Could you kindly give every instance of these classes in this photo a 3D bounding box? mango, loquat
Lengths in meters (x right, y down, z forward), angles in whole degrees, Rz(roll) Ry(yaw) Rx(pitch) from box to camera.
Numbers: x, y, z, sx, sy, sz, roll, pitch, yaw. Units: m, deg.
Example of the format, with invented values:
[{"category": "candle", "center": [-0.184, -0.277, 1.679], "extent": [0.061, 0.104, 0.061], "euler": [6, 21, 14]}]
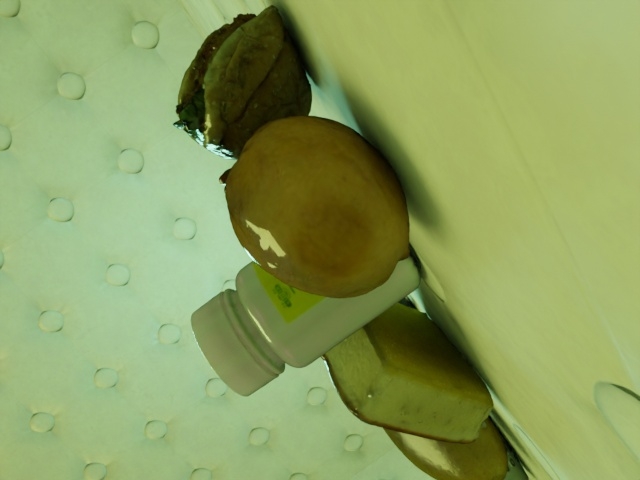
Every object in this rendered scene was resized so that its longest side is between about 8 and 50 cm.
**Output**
[{"category": "mango", "center": [0.304, 0.455, 1.272], "extent": [0.220, 0.301, 0.445], "euler": [-1, -155, -41]}, {"category": "loquat", "center": [0.001, -0.039, 0.573], "extent": [0.238, 0.193, 0.238], "euler": [31, -170, -6]}]

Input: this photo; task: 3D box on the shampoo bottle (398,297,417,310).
[{"category": "shampoo bottle", "center": [0.254, 0.235, 1.397], "extent": [0.098, 0.071, 0.309], "euler": [56, 180, 32]}]

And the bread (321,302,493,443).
[{"category": "bread", "center": [0.159, 0.248, 1.013], "extent": [0.333, 0.143, 0.323], "euler": [24, -163, -30]}]

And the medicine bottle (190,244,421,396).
[{"category": "medicine bottle", "center": [-0.023, 0.095, 0.865], "extent": [0.213, 0.378, 0.213], "euler": [54, -179, -1]}]

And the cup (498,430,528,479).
[{"category": "cup", "center": [0.424, 0.618, 1.361], "extent": [0.186, 0.258, 0.234], "euler": [-43, 71, 45]}]

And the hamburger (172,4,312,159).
[{"category": "hamburger", "center": [-0.088, -0.187, 0.621], "extent": [0.130, 0.183, 0.206], "euler": [35, -178, 4]}]
